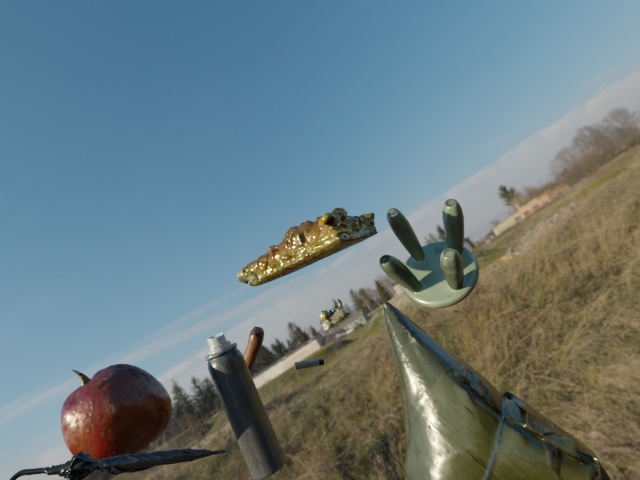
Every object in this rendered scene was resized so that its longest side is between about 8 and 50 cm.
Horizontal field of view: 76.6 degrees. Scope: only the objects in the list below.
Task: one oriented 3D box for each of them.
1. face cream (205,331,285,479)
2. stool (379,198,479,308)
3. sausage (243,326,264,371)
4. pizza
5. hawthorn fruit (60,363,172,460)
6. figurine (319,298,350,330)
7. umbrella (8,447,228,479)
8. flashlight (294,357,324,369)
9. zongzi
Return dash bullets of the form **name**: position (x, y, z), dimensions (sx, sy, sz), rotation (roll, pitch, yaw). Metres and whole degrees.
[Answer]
- **face cream**: position (-0.155, 0.320, 0.801), dimensions (0.073, 0.284, 0.073), rotation (-24, -4, -2)
- **stool**: position (0.264, 0.033, 0.968), dimensions (0.195, 0.195, 0.199), rotation (-6, -41, 28)
- **sausage**: position (-0.188, 0.299, 1.047), dimensions (0.040, 0.047, 0.177), rotation (-65, -1, -72)
- **pizza**: position (-0.021, 0.014, 0.914), dimensions (0.268, 0.087, 0.258), rotation (-29, -9, 23)
- **hawthorn fruit**: position (-0.388, 0.310, 0.756), dimensions (0.179, 0.200, 0.179), rotation (-36, 1, 0)
- **figurine**: position (0.030, 0.191, 1.037), dimensions (0.083, 0.051, 0.047), rotation (-30, -15, -28)
- **umbrella**: position (-0.140, 0.154, 0.284), dimensions (0.148, 0.022, 0.022), rotation (-8, -47, -8)
- **flashlight**: position (-0.031, 0.347, 1.139), dimensions (0.083, 0.018, 0.018), rotation (-4, 0, -14)
- **zongzi**: position (0.147, 0.312, 0.586), dimensions (0.323, 0.360, 0.160), rotation (-51, -16, 2)
